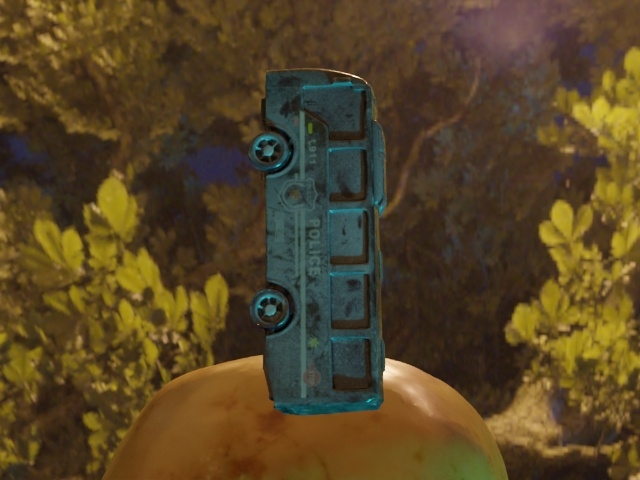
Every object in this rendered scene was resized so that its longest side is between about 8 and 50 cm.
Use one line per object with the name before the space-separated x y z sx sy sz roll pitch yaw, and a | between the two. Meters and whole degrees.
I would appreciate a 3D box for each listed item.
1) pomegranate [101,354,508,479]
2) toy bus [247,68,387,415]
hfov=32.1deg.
pomegranate | -0.024 0.235 0.788 0.342 0.342 0.342 -5 -134 5
toy bus | 0.000 0.000 0.535 0.065 0.047 0.166 -2 -103 5
